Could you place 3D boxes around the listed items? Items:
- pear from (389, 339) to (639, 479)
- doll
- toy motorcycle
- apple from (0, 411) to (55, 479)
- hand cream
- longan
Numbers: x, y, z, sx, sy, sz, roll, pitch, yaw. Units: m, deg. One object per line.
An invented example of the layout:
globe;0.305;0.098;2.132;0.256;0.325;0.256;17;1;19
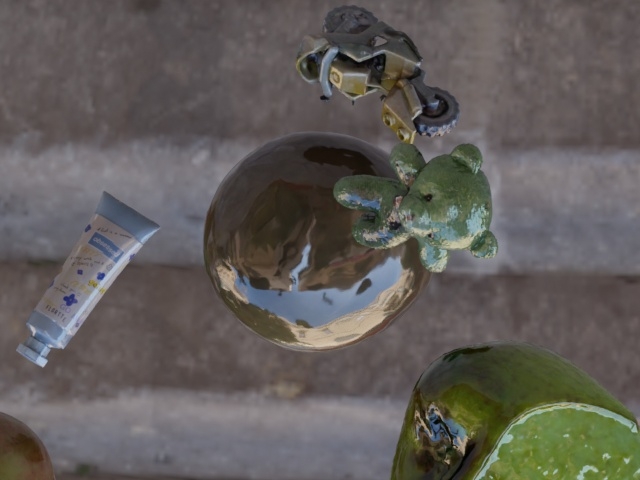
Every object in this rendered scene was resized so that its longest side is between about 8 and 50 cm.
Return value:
pear;0.131;0.213;1.124;0.255;0.238;0.164;53;163;-18
doll;0.074;-0.022;1.248;0.150;0.115;0.077;-6;-164;45
toy motorcycle;0.059;-0.191;1.813;0.130;0.229;0.094;-24;148;-28
apple;-0.372;0.269;1.601;0.188;0.188;0.174;-26;-179;43
hand cream;-0.222;0.040;1.415;0.065;0.170;0.043;32;166;4
longan;0.003;0.003;1.895;0.297;0.297;0.297;4;151;2
